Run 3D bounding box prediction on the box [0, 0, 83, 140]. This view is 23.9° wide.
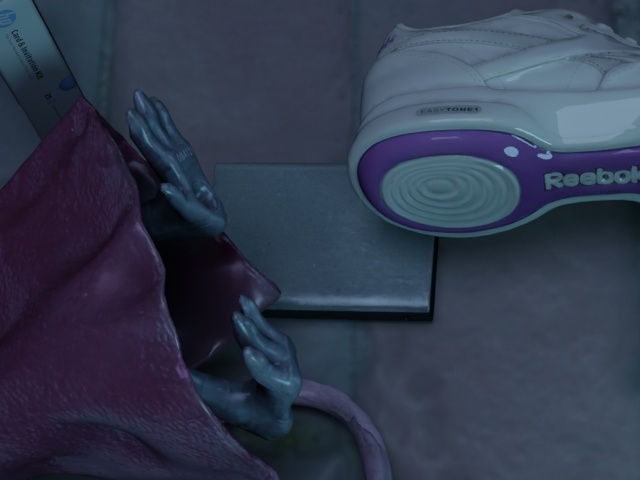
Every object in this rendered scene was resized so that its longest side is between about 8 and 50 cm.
[{"bbox_3d":[-0.184,-0.133,0.884,0.038,0.186,0.145,-29,62,-4],"label":"box"}]

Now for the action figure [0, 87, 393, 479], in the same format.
[{"bbox_3d":[-0.191,0.093,0.811,0.370,0.275,0.248,-34,31,13],"label":"action figure"}]

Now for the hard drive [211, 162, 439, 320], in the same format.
[{"bbox_3d":[0.000,0.000,0.876,0.135,0.022,0.094,0,64,11],"label":"hard drive"}]

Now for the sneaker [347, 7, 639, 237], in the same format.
[{"bbox_3d":[0.170,-0.080,0.834,0.305,0.114,0.152,2,46,3],"label":"sneaker"}]
